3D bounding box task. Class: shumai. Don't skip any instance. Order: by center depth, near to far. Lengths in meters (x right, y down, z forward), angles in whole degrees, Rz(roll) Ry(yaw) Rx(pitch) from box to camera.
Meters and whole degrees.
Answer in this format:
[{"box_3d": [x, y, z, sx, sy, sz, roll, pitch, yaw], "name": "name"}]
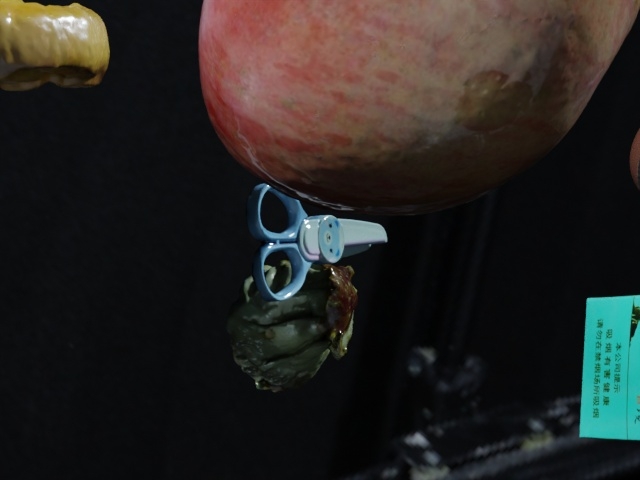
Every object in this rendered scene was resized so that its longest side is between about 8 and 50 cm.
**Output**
[{"box_3d": [-0.013, 0.109, 1.871, 0.184, 0.142, 0.184, -28, -54, -48], "name": "shumai"}]

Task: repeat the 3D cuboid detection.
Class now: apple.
[{"box_3d": [0.078, -0.162, 1.040, 0.345, 0.269, 0.345, 18, -90, -83], "name": "apple"}]

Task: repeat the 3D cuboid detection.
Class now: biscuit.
[{"box_3d": [-0.349, -0.190, 1.448, 0.296, 0.296, 0.102, -8, -81, -32], "name": "biscuit"}]

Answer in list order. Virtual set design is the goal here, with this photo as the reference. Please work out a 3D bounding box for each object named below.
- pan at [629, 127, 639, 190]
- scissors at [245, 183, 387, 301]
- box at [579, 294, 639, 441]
[{"box_3d": [0.233, -0.048, 0.961, 0.115, 0.023, 0.068, 28, -87, -41], "name": "pan"}, {"box_3d": [0.000, 0.000, 1.672, 0.256, 0.030, 0.125, -2, -93, -56], "name": "scissors"}, {"box_3d": [0.366, 0.136, 1.616, 0.042, 0.226, 0.161, 7, -97, -29], "name": "box"}]
